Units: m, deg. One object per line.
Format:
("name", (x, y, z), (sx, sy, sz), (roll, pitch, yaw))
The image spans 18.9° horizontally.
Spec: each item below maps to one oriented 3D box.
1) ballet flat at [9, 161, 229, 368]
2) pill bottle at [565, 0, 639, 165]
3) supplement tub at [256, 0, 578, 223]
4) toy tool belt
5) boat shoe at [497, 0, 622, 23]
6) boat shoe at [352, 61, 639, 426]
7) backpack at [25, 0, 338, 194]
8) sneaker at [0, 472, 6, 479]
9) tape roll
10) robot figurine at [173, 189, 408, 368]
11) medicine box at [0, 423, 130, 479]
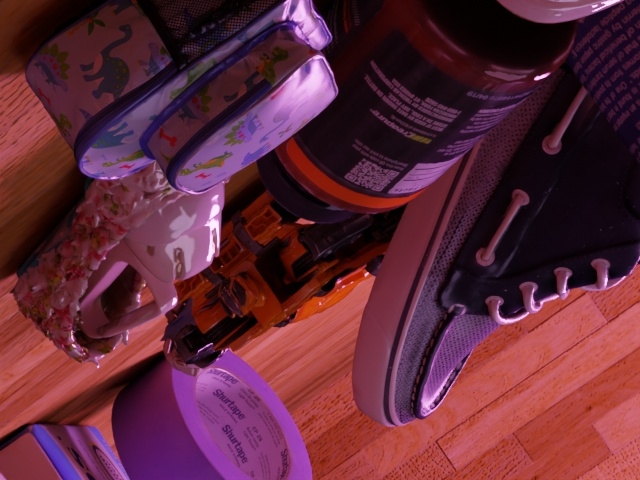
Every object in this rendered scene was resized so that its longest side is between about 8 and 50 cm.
("ballet flat", (-0.093, -0.003, 1.021), (0.091, 0.077, 0.241), (-28, 170, -33))
("pill bottle", (0.240, -0.099, 1.122), (0.153, 0.264, 0.153), (-33, 172, -5))
("supplement tub", (0.038, -0.082, 0.984), (0.106, 0.106, 0.198), (-29, 171, -38))
("toy tool belt", (-0.097, 0.061, 1.500), (0.083, 0.052, 0.051), (-65, 155, -20))
("boat shoe", (0.176, -0.207, 0.849), (0.277, 0.098, 0.096), (-42, 174, -13))
("boat shoe", (0.140, 0.012, 1.301), (0.127, 0.158, 0.340), (-33, 147, -54))
("backpack", (-0.053, -0.067, 0.763), (0.114, 0.084, 0.105), (-32, 170, 1))
("sneaker", (-0.374, 0.279, 1.404), (0.350, 0.131, 0.148), (-29, 178, -11))
("tape roll", (-0.099, 0.191, 1.778), (0.080, 0.189, 0.189), (-36, 172, 22))
("robot figurine", (0.000, 0.000, 1.408), (0.211, 0.085, 0.291), (-39, 172, 30))
("medicine box", (-0.220, 0.314, 1.753), (0.149, 0.263, 0.289), (-35, 173, 0))
